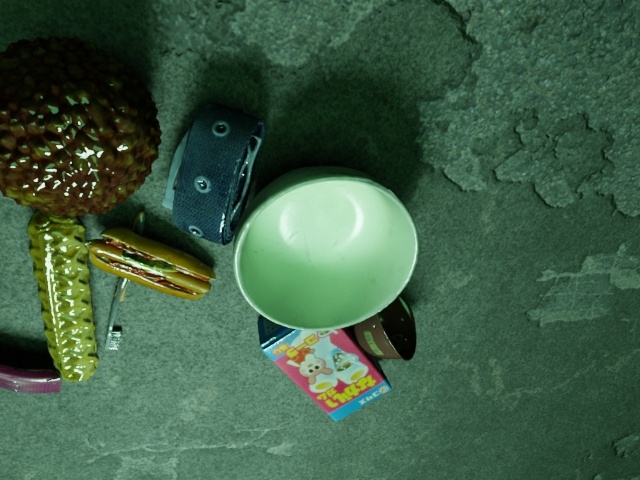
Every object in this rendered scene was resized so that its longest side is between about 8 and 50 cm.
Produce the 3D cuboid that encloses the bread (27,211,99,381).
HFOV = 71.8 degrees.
[{"bbox_3d":[-0.451,0.108,0.788,0.077,0.084,0.367,-30,138,-50],"label":"bread"}]

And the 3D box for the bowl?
[{"bbox_3d":[0.000,0.000,0.778,0.308,0.163,0.306,-6,121,-10],"label":"bowl"}]

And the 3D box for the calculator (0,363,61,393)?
[{"bbox_3d":[-0.592,0.256,0.833,0.191,0.034,0.127,20,145,-21],"label":"calculator"}]

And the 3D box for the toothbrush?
[{"bbox_3d":[-0.365,0.083,0.823,0.031,0.023,0.320,9,118,-26],"label":"toothbrush"}]

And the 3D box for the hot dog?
[{"bbox_3d":[-0.294,0.045,0.774,0.236,0.062,0.092,25,112,-37],"label":"hot dog"}]

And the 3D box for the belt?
[{"bbox_3d":[-0.174,-0.106,0.700,0.129,0.122,0.217,23,112,4],"label":"belt"}]

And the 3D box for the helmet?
[{"bbox_3d":[0.119,0.173,0.929,0.106,0.155,0.175,-17,115,29],"label":"helmet"}]

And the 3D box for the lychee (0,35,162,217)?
[{"bbox_3d":[-0.324,-0.145,0.578,0.236,0.272,0.235,-5,97,-47],"label":"lychee"}]

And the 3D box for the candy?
[{"bbox_3d":[0.013,0.253,0.963,0.157,0.100,0.305,-34,120,6],"label":"candy"}]
